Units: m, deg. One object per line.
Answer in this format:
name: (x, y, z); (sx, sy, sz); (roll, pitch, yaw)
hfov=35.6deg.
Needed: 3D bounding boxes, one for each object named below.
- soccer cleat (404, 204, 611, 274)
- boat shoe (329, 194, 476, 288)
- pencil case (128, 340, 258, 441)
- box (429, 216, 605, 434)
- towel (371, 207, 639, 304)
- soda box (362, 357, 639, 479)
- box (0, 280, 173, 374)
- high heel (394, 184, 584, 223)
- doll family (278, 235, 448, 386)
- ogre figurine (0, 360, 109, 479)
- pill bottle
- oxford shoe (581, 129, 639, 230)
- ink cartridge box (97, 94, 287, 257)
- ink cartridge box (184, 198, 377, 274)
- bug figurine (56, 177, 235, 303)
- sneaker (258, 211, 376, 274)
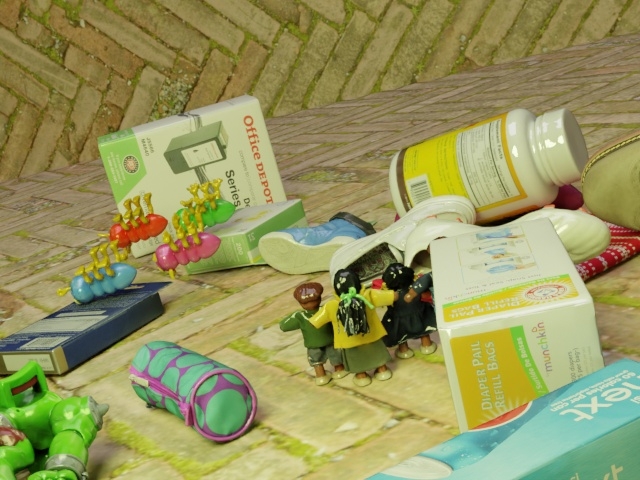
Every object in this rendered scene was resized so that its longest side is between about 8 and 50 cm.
soccer cleat: (0.175, 0.012, 0.949); (0.196, 0.068, 0.076); (-2, 39, 24)
boat shoe: (0.091, 0.007, 1.129); (0.184, 0.066, 0.063); (-20, 22, 14)
pencil case: (-0.117, 0.132, 0.886); (0.070, 0.064, 0.152); (-5, 6, -31)
box: (0.145, 0.070, 0.745); (0.103, 0.114, 0.203); (-12, 14, 8)
towel: (0.211, 0.019, 1.055); (0.275, 0.031, 0.199); (-23, 16, -29)
soda box: (0.126, 0.142, 0.582); (0.210, 0.067, 0.071); (-20, 15, -20)
box: (-0.293, 0.106, 1.232); (0.136, 0.036, 0.225); (-5, 17, 34)
high heel: (0.205, -0.038, 1.250); (0.244, 0.082, 0.117); (15, 62, 39)
doll family: (0.061, 0.060, 0.880); (0.193, 0.111, 0.076); (-16, 14, -7)
ogre figurine: (-0.260, 0.169, 0.835); (0.197, 0.097, 0.118); (-19, 21, 38)
pill bottle: (0.196, -0.081, 1.162); (0.215, 0.117, 0.117); (-17, 11, 29)
oxford shoe: (0.388, -0.043, 0.908); (0.348, 0.123, 0.130); (0, 27, 40)
ink cartridge box: (-0.212, -0.111, 1.663); (0.273, 0.198, 0.115); (-18, 14, -9)
ink cartridge box: (-0.061, -0.012, 1.422); (0.235, 0.056, 0.171); (-9, 14, 31)
bug figurine: (-0.226, 0.003, 1.340); (0.216, 0.072, 0.279); (-17, 19, 11)
sneaker: (0.000, 0.001, 1.284); (0.152, 0.058, 0.084); (-1, 25, 32)
